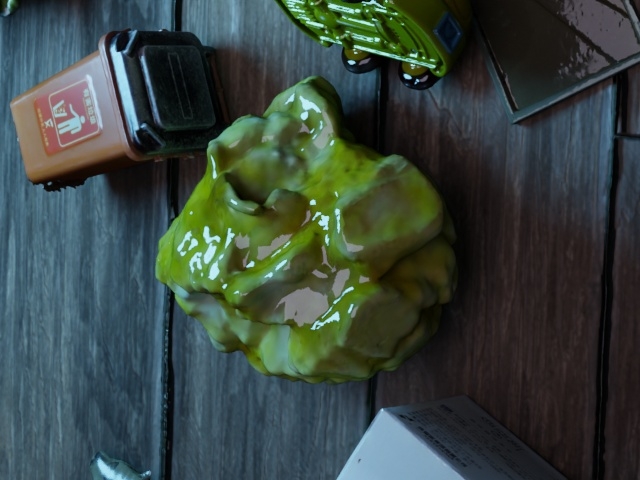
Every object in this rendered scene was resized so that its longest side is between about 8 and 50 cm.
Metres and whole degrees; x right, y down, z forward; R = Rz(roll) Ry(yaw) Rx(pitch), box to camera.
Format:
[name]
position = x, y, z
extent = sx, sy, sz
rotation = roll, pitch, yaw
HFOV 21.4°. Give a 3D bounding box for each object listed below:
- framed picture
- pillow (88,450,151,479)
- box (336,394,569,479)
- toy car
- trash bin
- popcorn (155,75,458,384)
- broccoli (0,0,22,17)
[framed picture]
position = 0.243, -0.278, 1.874
extent = 0.184, 0.016, 0.250
rotation = -26, 81, 26
[pillow]
position = -0.223, 0.371, 2.136
extent = 0.093, 0.051, 0.241
rotation = -28, 78, 26
[box]
position = 0.183, 0.295, 1.824
extent = 0.274, 0.203, 0.116
rotation = 39, 109, 24
[toy car]
position = 0.065, -0.283, 1.885
extent = 0.248, 0.200, 0.142
rotation = 20, 73, 34
[trash bin]
position = -0.244, -0.155, 2.063
extent = 0.238, 0.184, 0.161
rotation = -17, 85, 39
[popcorn]
position = -0.001, 0.007, 1.906
extent = 0.334, 0.293, 0.292
rotation = 39, 65, 18
[broccoli]
position = -0.447, -0.443, 2.123
extent = 0.324, 0.272, 0.334
rotation = -35, 64, -16
